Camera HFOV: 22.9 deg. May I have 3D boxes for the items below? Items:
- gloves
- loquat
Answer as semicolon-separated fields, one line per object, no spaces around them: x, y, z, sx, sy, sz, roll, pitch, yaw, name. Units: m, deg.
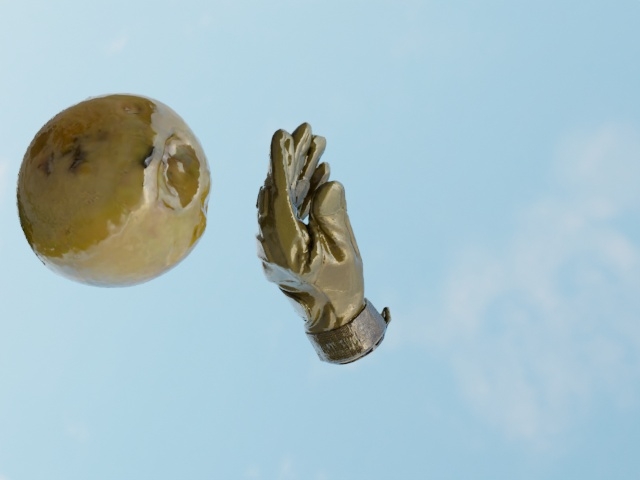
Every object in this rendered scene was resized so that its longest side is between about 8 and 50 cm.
-0.014;0.008;2.063;0.141;0.331;0.154;-20;-160;3;gloves
-0.250;-0.057;1.879;0.244;0.244;0.244;-36;-143;33;loquat
